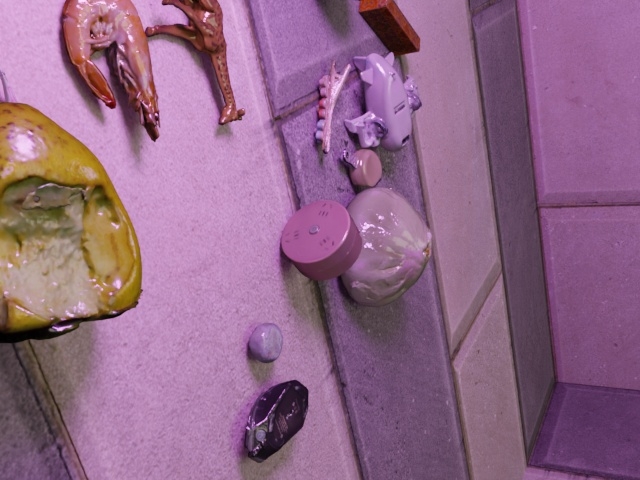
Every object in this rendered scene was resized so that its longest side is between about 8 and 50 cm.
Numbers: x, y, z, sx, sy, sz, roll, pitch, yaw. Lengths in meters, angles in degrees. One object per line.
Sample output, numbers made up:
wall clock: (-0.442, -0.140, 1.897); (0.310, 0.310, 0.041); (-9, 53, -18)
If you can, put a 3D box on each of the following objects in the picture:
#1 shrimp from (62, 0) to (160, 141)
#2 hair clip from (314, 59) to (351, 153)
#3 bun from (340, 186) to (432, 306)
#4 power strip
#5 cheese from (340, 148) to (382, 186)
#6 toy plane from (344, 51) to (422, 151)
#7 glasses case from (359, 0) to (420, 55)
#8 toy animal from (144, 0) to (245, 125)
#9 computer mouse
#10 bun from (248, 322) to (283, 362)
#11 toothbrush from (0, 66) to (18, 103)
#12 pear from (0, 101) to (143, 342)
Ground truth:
shrimp: (-0.287, -0.247, 0.966); (0.133, 0.053, 0.236); (-43, 123, -54)
hair clip: (0.015, -0.293, 1.490); (0.062, 0.056, 0.214); (42, 61, -72)
bun: (0.170, 0.017, 1.621); (0.293, 0.187, 0.293); (-7, 99, -58)
power strip: (0.000, 0.000, 1.367); (0.078, 0.154, 0.154); (55, 45, -48)
cheese: (0.093, -0.170, 1.622); (0.171, 0.048, 0.092); (-11, 97, -60)
toy plane: (0.153, -0.330, 1.657); (0.252, 0.118, 0.252); (-14, 110, -42)
glasses case: (0.179, -0.547, 1.740); (0.218, 0.075, 0.049); (30, 63, -56)
toy animal: (-0.191, -0.321, 1.134); (0.275, 0.054, 0.149); (55, 48, -46)
computer mouse: (-0.090, 0.333, 1.299); (0.192, 0.062, 0.105); (-40, 125, -45)
bun: (-0.104, 0.191, 1.289); (0.083, 0.045, 0.083); (-1, 91, -63)
toothbrush: (-0.373, -0.151, 0.851); (0.017, 0.022, 0.204); (-41, 126, -40)
pear: (-0.315, -0.031, 0.807); (0.238, 0.164, 0.255); (-15, 104, -56)
